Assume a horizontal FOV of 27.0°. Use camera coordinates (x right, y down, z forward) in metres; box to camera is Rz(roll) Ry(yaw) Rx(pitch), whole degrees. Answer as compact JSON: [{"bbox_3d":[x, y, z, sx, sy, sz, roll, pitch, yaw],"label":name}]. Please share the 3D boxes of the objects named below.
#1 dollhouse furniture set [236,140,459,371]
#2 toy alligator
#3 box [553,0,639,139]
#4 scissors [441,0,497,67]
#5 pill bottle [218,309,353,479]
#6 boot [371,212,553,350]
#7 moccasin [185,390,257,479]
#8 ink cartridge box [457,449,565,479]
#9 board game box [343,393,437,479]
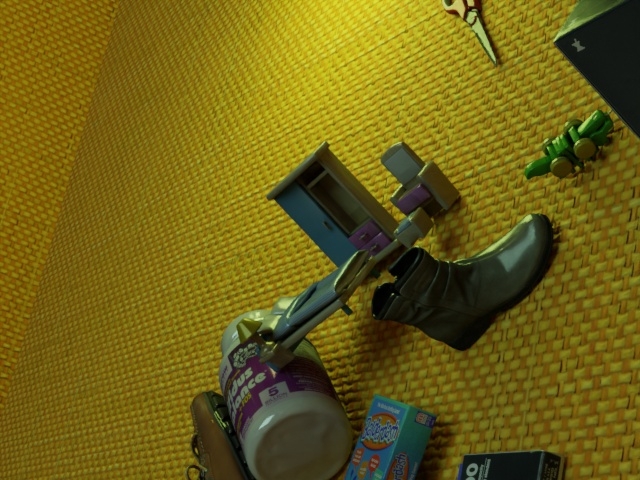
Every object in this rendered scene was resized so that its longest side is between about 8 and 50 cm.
[{"bbox_3d":[0.000,0.000,1.990,0.286,0.198,0.303,-40,7,41],"label":"dollhouse furniture set"},{"bbox_3d":[0.355,-0.133,1.768,0.189,0.051,0.056,-40,36,22],"label":"toy alligator"},{"bbox_3d":[0.474,-0.309,1.444,0.343,0.179,0.312,-26,25,52],"label":"box"},{"bbox_3d":[0.243,-0.357,2.168,0.109,0.021,0.297,-39,39,38],"label":"scissors"},{"bbox_3d":[-0.067,0.239,2.094,0.169,0.169,0.301,-57,29,17],"label":"pill bottle"},{"bbox_3d":[0.188,0.044,1.800,0.246,0.161,0.083,-52,31,26],"label":"boot"},{"bbox_3d":[-0.144,0.386,2.171,0.147,0.139,0.380,-49,41,14],"label":"moccasin"},{"bbox_3d":[0.206,0.365,1.653,0.208,0.045,0.206,-20,53,56],"label":"ink cartridge box"},{"bbox_3d":[0.083,0.326,1.859,0.210,0.047,0.160,-69,14,-7],"label":"board game box"}]
